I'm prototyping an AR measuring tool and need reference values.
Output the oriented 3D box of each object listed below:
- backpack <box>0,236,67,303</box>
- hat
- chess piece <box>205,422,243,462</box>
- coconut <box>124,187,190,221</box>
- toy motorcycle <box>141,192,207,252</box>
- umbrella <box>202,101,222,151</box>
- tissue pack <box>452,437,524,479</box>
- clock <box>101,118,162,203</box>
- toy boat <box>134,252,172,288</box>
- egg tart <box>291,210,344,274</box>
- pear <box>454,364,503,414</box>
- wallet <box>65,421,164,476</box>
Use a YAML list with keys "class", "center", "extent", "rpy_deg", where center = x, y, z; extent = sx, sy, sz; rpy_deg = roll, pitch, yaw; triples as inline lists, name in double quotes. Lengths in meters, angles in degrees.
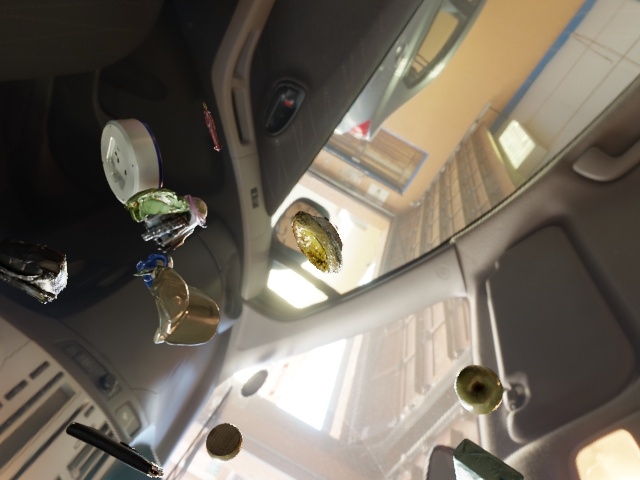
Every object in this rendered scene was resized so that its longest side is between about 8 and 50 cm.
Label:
- class: "backpack"
  center: [-0.679, 0.058, 1.044]
  extent: [0.120, 0.165, 0.106]
  rpy_deg: [-55, -174, 41]
- class: "hat"
  center: [-0.373, 0.170, 1.246]
  extent: [0.149, 0.244, 0.214]
  rpy_deg: [-43, -128, 39]
- class: "chess piece"
  center: [-0.219, 0.459, 1.014]
  extent: [0.038, 0.083, 0.084]
  rpy_deg: [88, 25, -48]
- class: "coconut"
  center: [-0.433, -0.096, 1.154]
  extent: [0.133, 0.055, 0.158]
  rpy_deg: [-22, 160, 25]
- class: "toy motorcycle"
  center: [-0.462, -0.059, 1.405]
  extent: [0.188, 0.143, 0.327]
  rpy_deg: [-35, -166, -24]
- class: "umbrella"
  center: [-0.361, -0.375, 1.476]
  extent: [0.027, 0.025, 0.165]
  rpy_deg: [-34, 125, -36]
- class: "tissue pack"
  center: [0.442, 0.667, 1.161]
  extent: [0.089, 0.177, 0.263]
  rpy_deg: [-33, 123, -27]
- class: "clock"
  center: [-0.522, -0.215, 1.224]
  extent: [0.083, 0.230, 0.230]
  rpy_deg: [-17, 149, -40]
- class: "toy boat"
  center: [-0.502, 0.089, 1.316]
  extent: [0.175, 0.091, 0.110]
  rpy_deg: [-31, 180, 34]
- class: "egg tart"
  center: [0.000, 0.000, 1.398]
  extent: [0.094, 0.234, 0.234]
  rpy_deg: [-35, 170, -22]
- class: "pear"
  center: [0.551, 0.518, 1.557]
  extent: [0.167, 0.167, 0.136]
  rpy_deg: [-60, 152, -2]
- class: "wallet"
  center: [-0.657, 0.684, 1.454]
  extent: [0.172, 0.318, 0.045]
  rpy_deg: [88, 26, -61]
